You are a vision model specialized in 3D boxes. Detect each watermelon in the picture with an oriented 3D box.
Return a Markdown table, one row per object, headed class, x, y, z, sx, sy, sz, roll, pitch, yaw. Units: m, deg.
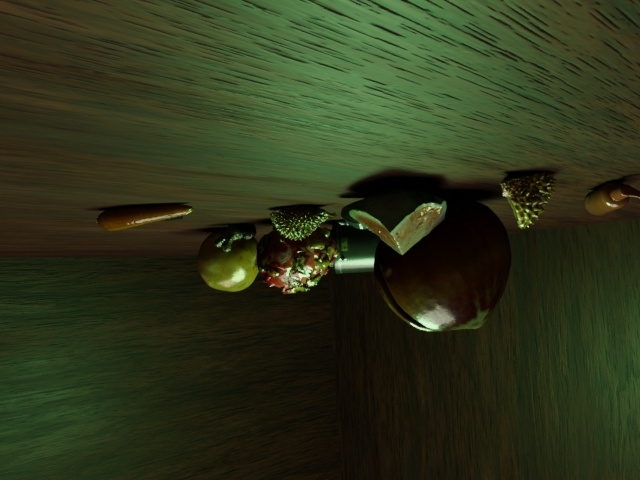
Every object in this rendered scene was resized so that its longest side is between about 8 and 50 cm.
| class | x | y | z | sx | sy | sz | roll | pitch | yaw |
| --- | --- | --- | --- | --- | --- | --- | --- | --- | --- |
| watermelon | 0.200 | -0.062 | 1.390 | 0.255 | 0.176 | 0.260 | -7 | 160 | 5 |

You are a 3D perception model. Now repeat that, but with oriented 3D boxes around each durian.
| class | x | y | z | sx | sy | sz | roll | pitch | yaw |
| --- | --- | --- | --- | --- | --- | --- | --- | --- | --- |
| durian | 0.512 | -0.120 | 1.392 | 0.132 | 0.165 | 0.182 | 36 | 161 | 18 |
| durian | -0.046 | -0.054 | 1.696 | 0.208 | 0.103 | 0.146 | -9 | 169 | 13 |

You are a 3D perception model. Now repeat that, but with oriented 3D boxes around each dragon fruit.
| class | x | y | z | sx | sy | sz | roll | pitch | yaw |
| --- | --- | --- | --- | --- | --- | --- | --- | --- | --- |
| dragon fruit | -0.082 | 0.042 | 1.997 | 0.290 | 0.250 | 0.269 | -24 | 136 | 22 |

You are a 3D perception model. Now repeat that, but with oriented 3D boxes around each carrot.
| class | x | y | z | sx | sy | sz | roll | pitch | yaw |
| --- | --- | --- | --- | --- | --- | --- | --- | --- | --- |
| carrot | -0.477 | -0.066 | 1.476 | 0.270 | 0.062 | 0.066 | -8 | 142 | 12 |

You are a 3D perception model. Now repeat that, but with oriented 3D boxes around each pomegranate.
| class | x | y | z | sx | sy | sz | roll | pitch | yaw |
| --- | --- | --- | --- | --- | --- | --- | --- | --- | --- |
| pomegranate | -0.363 | 0.081 | 2.176 | 0.264 | 0.265 | 0.264 | -4 | 176 | 0 |

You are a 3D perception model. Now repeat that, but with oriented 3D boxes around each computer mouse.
| class | x | y | z | sx | sy | sz | roll | pitch | yaw |
| --- | --- | --- | --- | --- | --- | --- | --- | --- | --- |
| computer mouse | 0.153 | -0.085 | 1.548 | 0.228 | 0.069 | 0.113 | -7 | -154 | -24 |

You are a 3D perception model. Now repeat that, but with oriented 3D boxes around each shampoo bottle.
| class | x | y | z | sx | sy | sz | roll | pitch | yaw |
| --- | --- | --- | --- | --- | --- | --- | --- | --- | --- |
| shampoo bottle | 0.835 | -0.124 | 1.589 | 0.085 | 0.086 | 0.244 | -4 | 176 | 7 |

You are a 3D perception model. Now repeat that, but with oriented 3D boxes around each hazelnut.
| class | x | y | z | sx | sy | sz | roll | pitch | yaw |
| --- | --- | --- | --- | --- | --- | --- | --- | --- | --- |
| hazelnut | 0.380 | 0.059 | 1.659 | 0.429 | 0.403 | 0.402 | -18 | -175 | -35 |

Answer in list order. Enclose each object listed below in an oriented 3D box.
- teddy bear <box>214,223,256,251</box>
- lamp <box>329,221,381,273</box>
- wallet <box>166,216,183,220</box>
| class | x | y | z | sx | sy | sz | roll | pitch | yaw |
| --- | --- | --- | --- | --- | --- | --- | --- | --- | --- |
| teddy bear | -0.309 | -0.027 | 2.023 | 0.160 | 0.078 | 0.119 | -26 | -153 | -32 |
| lamp | 0.146 | 0.026 | 2.135 | 0.271 | 0.205 | 0.374 | -7 | -173 | -12 |
| wallet | -0.467 | -0.073 | 1.608 | 0.082 | 0.018 | 0.156 | -4 | 175 | 18 |
